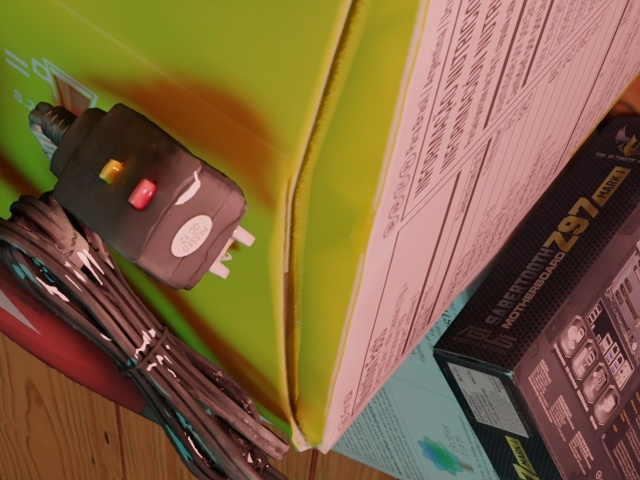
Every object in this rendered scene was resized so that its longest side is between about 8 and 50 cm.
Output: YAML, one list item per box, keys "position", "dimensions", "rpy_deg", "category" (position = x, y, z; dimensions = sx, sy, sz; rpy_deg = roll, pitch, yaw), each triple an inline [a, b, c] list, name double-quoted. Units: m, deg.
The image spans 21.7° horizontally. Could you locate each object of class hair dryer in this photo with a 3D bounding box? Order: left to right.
- position: [-0.125, 0.010, 0.559]
  dimensions: [0.293, 0.080, 0.223]
  rpy_deg: [27, 153, 31]
  category: "hair dryer"

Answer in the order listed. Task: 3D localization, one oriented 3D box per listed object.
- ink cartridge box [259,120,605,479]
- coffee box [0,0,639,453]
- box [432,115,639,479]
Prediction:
- position: [0.000, 0.000, 1.053]
  dimensions: [0.395, 0.151, 0.270]
  rpy_deg: [16, 144, 39]
  category: "ink cartridge box"
- position: [-0.023, -0.198, 0.566]
  dimensions: [0.337, 0.334, 0.338]
  rpy_deg: [35, 153, 13]
  category: "coffee box"
- position: [0.170, 0.078, 0.906]
  dimensions: [0.059, 0.183, 0.233]
  rpy_deg: [14, 144, 44]
  category: "box"
